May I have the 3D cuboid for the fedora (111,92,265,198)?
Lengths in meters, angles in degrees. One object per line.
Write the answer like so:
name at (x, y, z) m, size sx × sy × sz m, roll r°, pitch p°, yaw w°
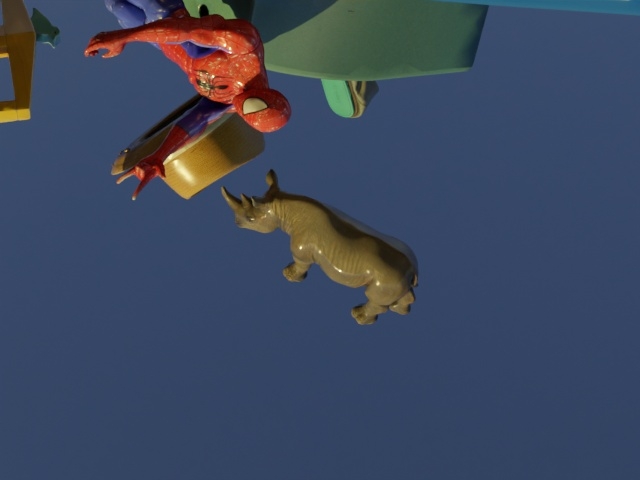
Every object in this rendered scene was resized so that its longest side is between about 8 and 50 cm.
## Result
fedora at (-0.109, -0.096, 1.365) m, size 0.194 × 0.079 × 0.194 m, roll -33°, pitch -169°, yaw 7°

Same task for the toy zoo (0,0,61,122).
toy zoo at (-0.438, -0.215, 1.592) m, size 0.293 × 0.030 × 0.192 m, roll -7°, pitch -109°, yaw -11°

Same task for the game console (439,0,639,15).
game console at (0.204, -0.292, 0.963) m, size 0.293 × 0.250 × 0.173 m, roll 2°, pitch -116°, yaw -14°

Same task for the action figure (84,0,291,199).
action figure at (-0.146, -0.144, 1.024) m, size 0.280 × 0.091 × 0.139 m, roll 38°, pitch -118°, yaw 24°

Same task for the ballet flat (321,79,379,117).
ballet flat at (0.019, -0.238, 1.685) m, size 0.072 × 0.213 × 0.068 m, roll 22°, pitch -121°, yaw 34°

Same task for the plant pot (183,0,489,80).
plant pot at (0.003, -0.226, 1.133) m, size 0.234 × 0.165 × 0.166 m, roll -16°, pitch -138°, yaw -38°

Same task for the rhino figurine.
rhino figurine at (0.000, 0.000, 1.534) m, size 0.243 × 0.106 × 0.073 m, roll 30°, pitch -126°, yaw 4°
